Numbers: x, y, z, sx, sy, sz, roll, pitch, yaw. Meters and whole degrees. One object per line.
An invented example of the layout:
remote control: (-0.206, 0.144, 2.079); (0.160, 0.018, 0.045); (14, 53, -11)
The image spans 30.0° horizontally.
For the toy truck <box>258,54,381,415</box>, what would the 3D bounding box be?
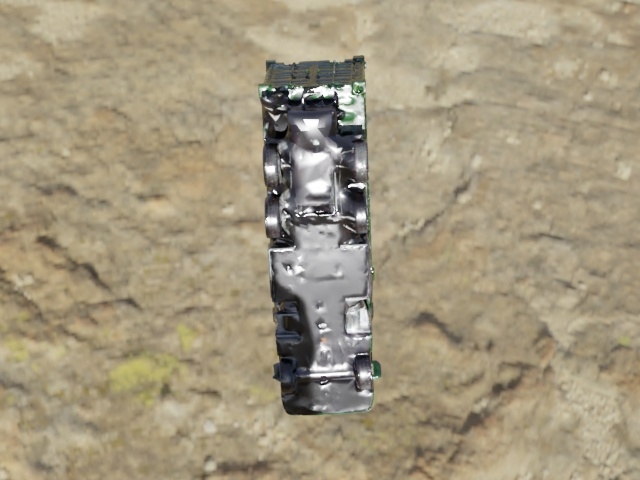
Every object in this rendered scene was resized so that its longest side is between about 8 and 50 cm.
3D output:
toy truck: (0.000, 0.000, 0.915); (0.088, 0.259, 0.121); (-2, 23, 2)
